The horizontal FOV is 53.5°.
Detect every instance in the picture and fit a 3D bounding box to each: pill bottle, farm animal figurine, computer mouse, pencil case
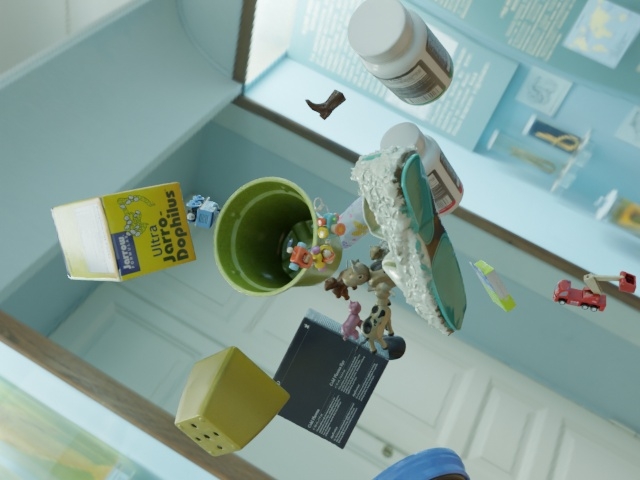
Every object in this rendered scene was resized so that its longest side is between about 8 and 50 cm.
[{"bbox_3d":[0.233,-0.538,1.819,0.361,0.204,0.204,18,-79,-59],"label":"pill bottle"},{"bbox_3d":[0.161,0.127,1.820,0.327,0.330,0.172,-31,-52,-8],"label":"farm animal figurine"},{"bbox_3d":[0.178,0.422,2.335,0.060,0.262,0.184,39,-121,-54],"label":"computer mouse"},{"bbox_3d":[0.314,-0.221,1.988,0.318,0.176,0.176,45,-110,-44],"label":"pill bottle"},{"bbox_3d":[0.134,-0.080,2.123,0.273,0.113,0.124,-42,32,40],"label":"pencil case"}]

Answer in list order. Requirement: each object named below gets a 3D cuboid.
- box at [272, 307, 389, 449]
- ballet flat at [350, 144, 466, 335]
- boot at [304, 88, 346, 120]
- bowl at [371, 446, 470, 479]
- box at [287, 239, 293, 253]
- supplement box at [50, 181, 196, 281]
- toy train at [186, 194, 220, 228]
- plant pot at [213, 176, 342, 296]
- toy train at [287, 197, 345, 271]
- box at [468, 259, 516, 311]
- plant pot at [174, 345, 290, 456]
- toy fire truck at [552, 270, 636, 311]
[{"bbox_3d":[0.017,0.456,2.134,0.343,0.312,0.179,-63,-2,5],"label":"box"},{"bbox_3d":[0.163,0.000,1.164,0.147,0.147,0.409,-54,-47,-40],"label":"ballet flat"},{"bbox_3d":[0.019,-0.482,2.167,0.114,0.106,0.037,-43,28,22],"label":"boot"},{"bbox_3d":[0.232,0.718,1.687,0.391,0.077,0.391,-17,-49,-21],"label":"bowl"},{"bbox_3d":[-0.173,0.028,2.069,0.207,0.153,0.108,-65,0,-64],"label":"box"},{"bbox_3d":[-0.488,-0.018,1.551,0.195,0.356,0.194,-17,-81,-38],"label":"supplement box"},{"bbox_3d":[-0.412,-0.101,2.225,0.184,0.105,0.080,-84,9,-73],"label":"toy train"},{"bbox_3d":[-0.075,0.011,1.547,0.276,0.276,0.254,-62,-28,4],"label":"plant pot"},{"bbox_3d":[0.000,0.000,1.323,0.125,0.046,0.166,43,-116,-47],"label":"toy train"},{"bbox_3d":[0.560,0.140,2.070,0.042,0.178,0.109,-35,17,0],"label":"box"},{"bbox_3d":[-0.248,0.431,1.643,0.212,0.212,0.187,-30,20,44],"label":"plant pot"},{"bbox_3d":[0.757,0.134,1.762,0.135,0.192,0.047,89,-162,-44],"label":"toy fire truck"}]
